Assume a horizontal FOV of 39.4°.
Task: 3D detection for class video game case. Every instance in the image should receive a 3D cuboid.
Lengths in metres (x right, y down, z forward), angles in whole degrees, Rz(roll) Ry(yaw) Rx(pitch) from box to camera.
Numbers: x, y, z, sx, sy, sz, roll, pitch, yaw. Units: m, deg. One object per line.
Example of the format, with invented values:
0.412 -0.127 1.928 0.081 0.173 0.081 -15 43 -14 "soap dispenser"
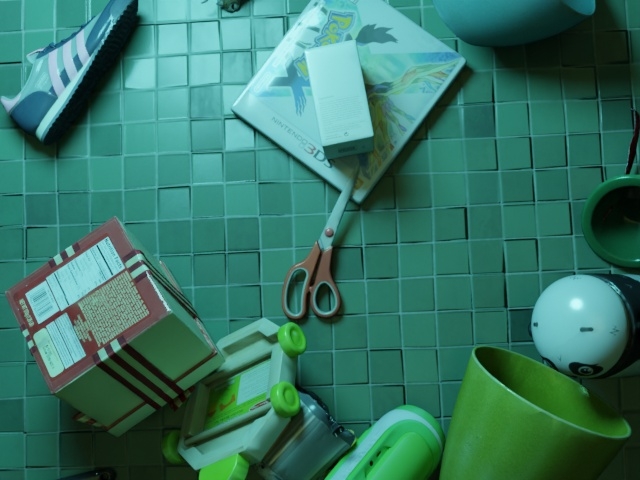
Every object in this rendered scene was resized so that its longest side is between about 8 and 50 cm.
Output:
0.050 -0.282 1.630 0.300 0.036 0.329 37 87 6 "video game case"

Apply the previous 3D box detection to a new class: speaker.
0.087 0.395 1.438 0.131 0.131 0.296 44 45 6 "speaker"

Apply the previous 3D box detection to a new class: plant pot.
0.312 0.367 1.459 0.275 0.275 0.293 25 102 5 "plant pot"
0.305 -0.448 1.539 0.195 0.290 0.290 -35 82 36 "plant pot"

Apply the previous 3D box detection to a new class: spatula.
-0.511 0.449 1.588 0.296 0.030 0.084 -12 85 1 "spatula"

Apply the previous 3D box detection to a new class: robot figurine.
0.472 0.142 1.463 0.209 0.278 0.173 -56 48 33 "robot figurine"

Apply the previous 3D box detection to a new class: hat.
0.573 -0.081 1.589 0.173 0.183 0.208 27 128 12 "hat"

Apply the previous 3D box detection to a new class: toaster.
-0.046 0.323 1.482 0.146 0.227 0.129 -47 117 -4 "toaster"

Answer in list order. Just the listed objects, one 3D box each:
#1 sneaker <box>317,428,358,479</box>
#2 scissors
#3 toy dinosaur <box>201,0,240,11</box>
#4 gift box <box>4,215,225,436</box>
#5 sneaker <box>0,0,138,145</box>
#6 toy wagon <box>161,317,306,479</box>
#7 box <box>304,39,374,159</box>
0.000 0.408 1.547 0.185 0.069 0.084 -32 100 10 "sneaker"
0.000 0.000 1.594 0.109 0.021 0.297 9 93 7 "scissors"
-0.110 -0.574 1.628 0.160 0.121 0.313 12 89 -9 "toy dinosaur"
-0.347 0.153 1.474 0.276 0.258 0.255 -31 58 0 "gift box"
-0.459 -0.336 1.625 0.131 0.112 0.319 34 86 3 "sneaker"
-0.143 0.286 1.454 0.267 0.344 0.068 -29 126 29 "toy wagon"
0.034 -0.240 1.544 0.091 0.130 0.170 -10 85 3 "box"
